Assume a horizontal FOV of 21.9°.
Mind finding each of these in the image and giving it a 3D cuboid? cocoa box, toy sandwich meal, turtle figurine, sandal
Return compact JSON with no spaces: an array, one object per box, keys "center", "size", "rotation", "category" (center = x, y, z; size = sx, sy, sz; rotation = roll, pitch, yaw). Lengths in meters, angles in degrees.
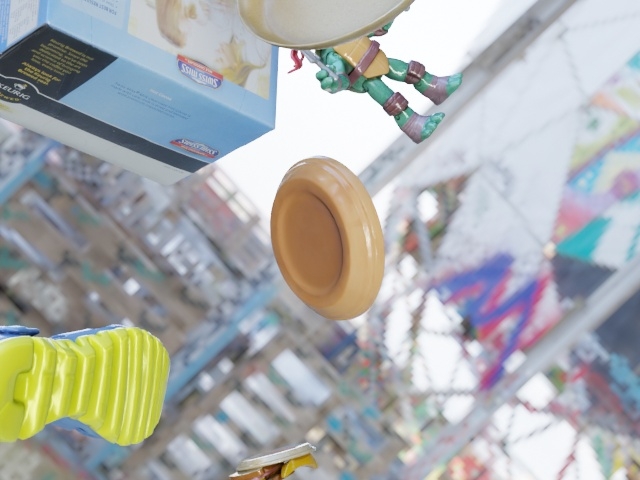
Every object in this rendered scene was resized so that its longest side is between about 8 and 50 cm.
[{"center":[-0.246,-0.252,2.034],"size":[0.347,0.228,0.231],"rotation":[23,57,-37],"category":"cocoa box"},{"center":[-0.041,0.211,1.535],"size":[0.085,0.085,0.029],"rotation":[56,19,-87],"category":"toy sandwich meal"},{"center":[0.058,-0.229,2.046],"size":[0.234,0.175,0.118],"rotation":[36,-18,-13],"category":"turtle figurine"},{"center":[-0.271,0.135,1.651],"size":[0.138,0.126,0.317],"rotation":[9,-4,32],"category":"sandal"}]

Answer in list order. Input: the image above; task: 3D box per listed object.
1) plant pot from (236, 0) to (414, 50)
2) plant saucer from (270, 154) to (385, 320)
[{"center":[0.026,-0.274,1.665],"size":[0.236,0.236,0.032],"rotation":[47,-5,47],"category":"plant pot"},{"center":[0.000,0.000,1.950],"size":[0.200,0.037,0.200],"rotation":[24,-60,49],"category":"plant saucer"}]
